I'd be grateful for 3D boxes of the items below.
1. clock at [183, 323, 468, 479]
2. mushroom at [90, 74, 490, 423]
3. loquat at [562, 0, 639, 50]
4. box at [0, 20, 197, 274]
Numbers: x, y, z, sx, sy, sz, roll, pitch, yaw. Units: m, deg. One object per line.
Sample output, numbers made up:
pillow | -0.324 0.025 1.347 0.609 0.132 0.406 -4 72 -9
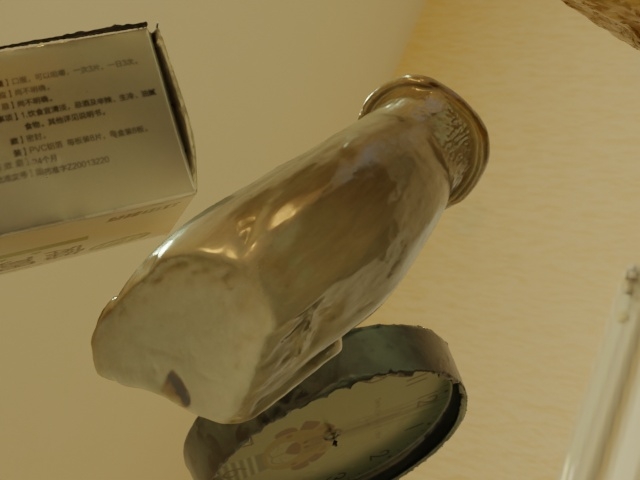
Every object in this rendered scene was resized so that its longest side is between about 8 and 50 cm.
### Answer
clock | 0.010 0.204 1.026 0.312 0.061 0.313 -17 -35 -13
mushroom | 0.001 -0.002 0.493 0.096 0.108 0.247 46 -124 4
loquat | 0.185 -0.202 0.365 0.276 0.276 0.284 13 -71 -51
box | -0.269 -0.052 0.758 0.332 0.173 0.145 -15 -95 -19
